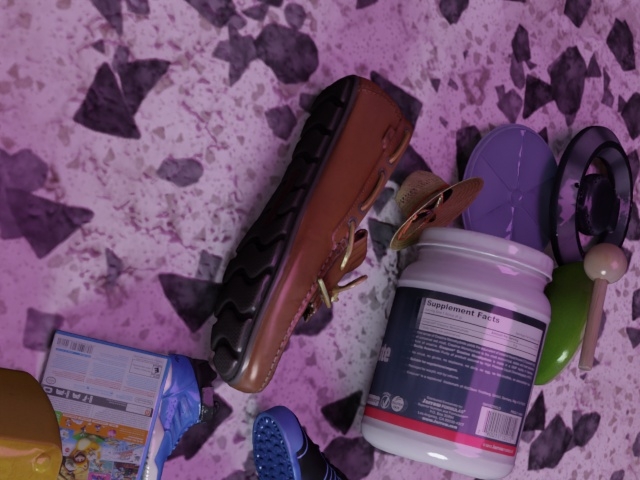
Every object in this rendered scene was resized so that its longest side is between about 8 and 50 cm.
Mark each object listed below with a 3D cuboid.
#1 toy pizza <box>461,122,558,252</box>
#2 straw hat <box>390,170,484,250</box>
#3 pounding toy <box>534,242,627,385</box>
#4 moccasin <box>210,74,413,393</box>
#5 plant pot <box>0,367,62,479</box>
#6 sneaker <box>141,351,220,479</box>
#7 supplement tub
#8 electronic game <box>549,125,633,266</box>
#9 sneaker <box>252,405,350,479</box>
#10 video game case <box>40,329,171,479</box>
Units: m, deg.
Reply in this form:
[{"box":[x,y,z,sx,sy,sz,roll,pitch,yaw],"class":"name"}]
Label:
[{"box":[0.258,-0.059,1.329,0.201,0.032,0.201,-4,96,-38],"class":"toy pizza"},{"box":[0.129,-0.054,1.211,0.144,0.144,0.061,-24,67,-33],"class":"straw hat"},{"box":[0.291,0.086,1.279,0.110,0.237,0.183,27,74,-3],"class":"pounding toy"},{"box":[-0.002,0.001,1.088,0.147,0.139,0.380,35,63,-24],"class":"moccasin"},{"box":[-0.334,0.213,0.815,0.212,0.187,0.212,18,82,-35],"class":"plant pot"},{"box":[-0.149,0.198,1.029,0.085,0.058,0.152,10,81,-28],"class":"sneaker"},{"box":[0.170,0.137,1.179,0.191,0.191,0.272,21,81,-36],"class":"supplement tub"},{"box":[0.394,-0.052,1.407,0.229,0.048,0.229,-10,104,-48],"class":"electronic game"},{"box":[-0.011,0.283,1.130,0.090,0.081,0.232,-28,116,-35],"class":"sneaker"},{"box":[-0.227,0.184,0.968,0.119,0.015,0.166,15,83,-10],"class":"video game case"}]
